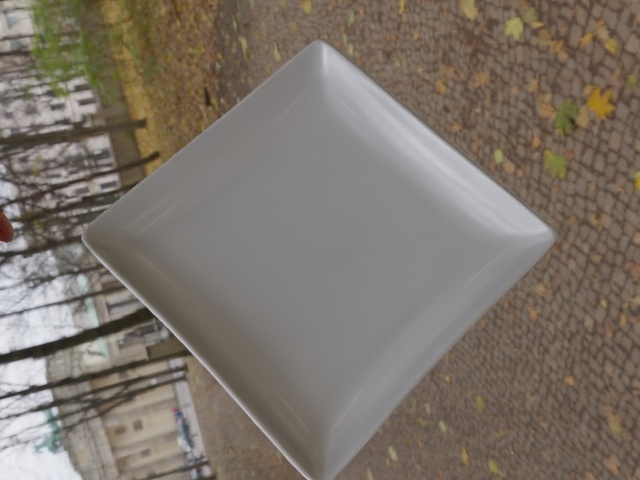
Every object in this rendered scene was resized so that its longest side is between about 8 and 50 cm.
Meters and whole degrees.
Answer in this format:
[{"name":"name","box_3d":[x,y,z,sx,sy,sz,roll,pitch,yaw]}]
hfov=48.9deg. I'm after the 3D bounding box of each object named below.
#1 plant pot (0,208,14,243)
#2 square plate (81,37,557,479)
[{"name":"plant pot","box_3d":[-0.386,0.027,0.633,0.191,0.191,0.174,162,129,-75]},{"name":"square plate","box_3d":[0.000,0.000,0.717,0.344,0.347,0.049,43,164,14]}]
